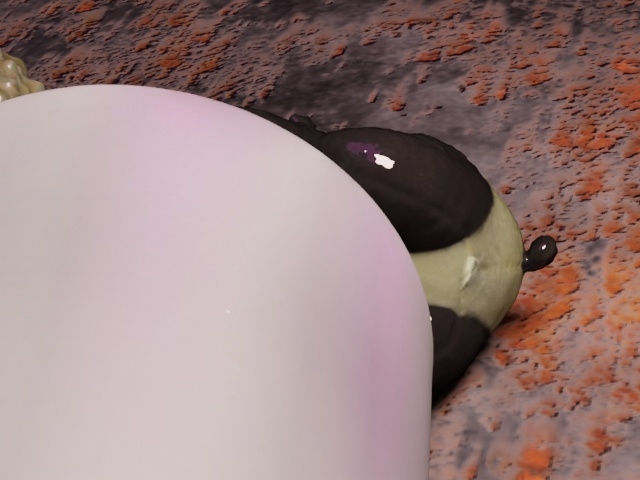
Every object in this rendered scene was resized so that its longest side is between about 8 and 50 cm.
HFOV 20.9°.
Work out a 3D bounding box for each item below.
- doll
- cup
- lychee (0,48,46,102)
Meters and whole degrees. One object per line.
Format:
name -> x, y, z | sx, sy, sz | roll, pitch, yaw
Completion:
doll -> 0.001, 0.002, 0.939 | 0.234, 0.143, 0.135 | 11, 11, 35
cup -> -0.083, 0.131, 0.607 | 0.253, 0.253, 0.371 | -6, 32, 6
lychee -> -0.271, -0.039, 0.955 | 0.274, 0.255, 0.255 | -11, 27, 19
